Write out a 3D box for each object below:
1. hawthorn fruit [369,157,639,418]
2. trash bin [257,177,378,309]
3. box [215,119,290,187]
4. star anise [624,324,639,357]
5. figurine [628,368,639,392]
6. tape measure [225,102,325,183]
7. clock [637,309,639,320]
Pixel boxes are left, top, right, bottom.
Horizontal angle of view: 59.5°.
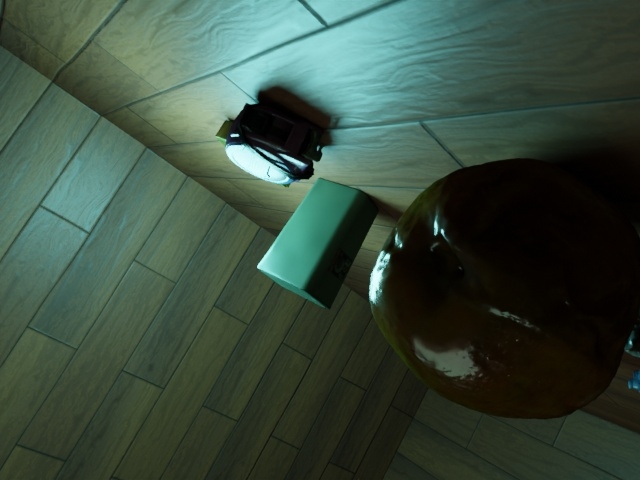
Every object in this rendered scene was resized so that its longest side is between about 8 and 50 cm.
[{"bbox_3d":[0.314,0.079,0.950,0.471,0.472,0.472,29,169,6],"label":"hawthorn fruit"},{"bbox_3d":[0.000,0.000,1.687,0.223,0.343,0.158,23,169,38],"label":"trash bin"},{"bbox_3d":[-0.194,-0.263,1.720,0.159,0.071,0.240,20,166,31],"label":"box"},{"bbox_3d":[0.742,0.221,1.402,0.198,0.111,0.257,19,-175,-37],"label":"star anise"},{"bbox_3d":[0.973,0.415,1.552,0.180,0.154,0.262,23,170,-30],"label":"figurine"},{"bbox_3d":[-0.114,-0.243,1.434,0.245,0.149,0.231,24,167,-7],"label":"tape measure"},{"bbox_3d":[0.706,0.114,1.060,0.318,0.080,0.318,23,170,4],"label":"clock"}]
